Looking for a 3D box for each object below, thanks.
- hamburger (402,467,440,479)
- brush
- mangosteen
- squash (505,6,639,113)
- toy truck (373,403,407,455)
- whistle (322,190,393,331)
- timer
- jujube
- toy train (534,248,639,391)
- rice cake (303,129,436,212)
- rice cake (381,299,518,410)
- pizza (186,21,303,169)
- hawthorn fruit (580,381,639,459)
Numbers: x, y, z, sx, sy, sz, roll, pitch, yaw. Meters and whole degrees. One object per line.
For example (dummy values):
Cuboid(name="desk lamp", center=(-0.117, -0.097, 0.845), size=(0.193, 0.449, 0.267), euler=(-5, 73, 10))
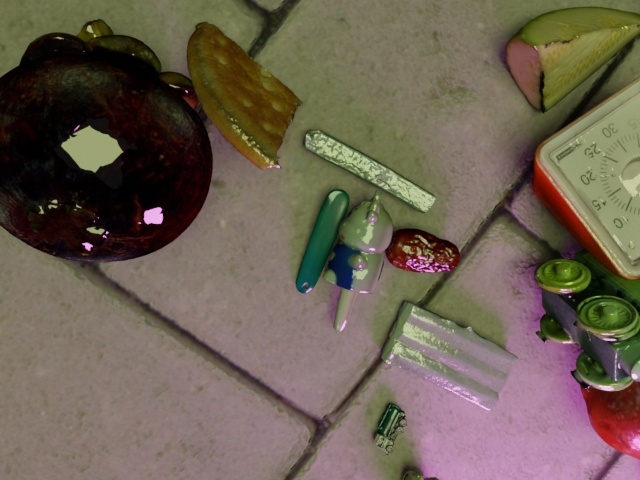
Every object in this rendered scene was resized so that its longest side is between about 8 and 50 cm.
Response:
Cuboid(name="hamburger", center=(0.179, 0.481, 1.089), size=(0.063, 0.140, 0.133), euler=(7, 131, -9))
Cuboid(name="brush", center=(0.000, 0.000, 1.049), size=(0.043, 0.032, 0.193), euler=(16, 108, -15))
Cuboid(name="mangosteen", center=(-0.305, -0.123, 0.860), size=(0.331, 0.330, 0.329), euler=(-1, 98, -8))
Cuboid(name="squash", center=(0.427, -0.354, 1.015), size=(0.252, 0.093, 0.169), euler=(-40, 146, 0))
Cuboid(name="toy truck", center=(0.124, 0.337, 1.110), size=(0.044, 0.039, 0.083), euler=(27, 92, 6))
Cuboid(name="whistle", center=(0.058, 0.034, 1.021), size=(0.092, 0.110, 0.244), euler=(16, 105, 0))
Cuboid(name="timer", center=(0.508, -0.092, 0.994), size=(0.258, 0.161, 0.250), euler=(-34, 68, -2))
Cuboid(name="jujube", center=(0.174, 0.019, 1.051), size=(0.130, 0.077, 0.077), euler=(9, 97, -14))
Cuboid(name="toy train", center=(0.472, 0.119, 1.011), size=(0.189, 0.271, 0.159), euler=(-18, 121, -5))
Cuboid(name="rice cake", center=(0.080, -0.117, 1.031), size=(0.245, 0.045, 0.042), euler=(27, 96, -11))
Cuboid(name="rice cake", center=(0.229, 0.203, 1.102), size=(0.237, 0.043, 0.127), euler=(26, 93, -12))
Cuboid(name="pizza", center=(-0.112, -0.216, 0.946), size=(0.058, 0.197, 0.292), euler=(-42, 66, 34))
Cuboid(name="hawthorn fruit", center=(0.584, 0.287, 1.093), size=(0.242, 0.241, 0.271), euler=(-20, 128, -5))
